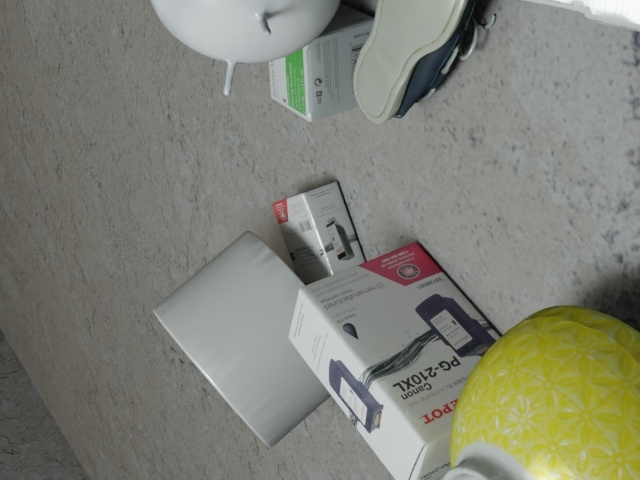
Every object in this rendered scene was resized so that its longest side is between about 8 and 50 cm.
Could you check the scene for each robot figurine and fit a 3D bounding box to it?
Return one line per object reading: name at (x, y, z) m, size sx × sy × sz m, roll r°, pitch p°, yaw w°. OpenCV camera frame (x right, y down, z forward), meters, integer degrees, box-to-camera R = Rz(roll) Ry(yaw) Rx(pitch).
robot figurine at (-0.077, -0.333, 1.087) m, size 0.300 × 0.200 × 0.353 m, roll 116°, pitch 154°, yaw -67°

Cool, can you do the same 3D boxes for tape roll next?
tape roll at (-0.083, 0.131, 1.407) m, size 0.246 × 0.169 × 0.246 m, roll 49°, pitch 171°, yaw 10°

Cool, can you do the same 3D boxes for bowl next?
bowl at (0.197, 0.216, 0.909) m, size 0.289 × 0.156 × 0.289 m, roll 39°, pitch 139°, yaw 44°

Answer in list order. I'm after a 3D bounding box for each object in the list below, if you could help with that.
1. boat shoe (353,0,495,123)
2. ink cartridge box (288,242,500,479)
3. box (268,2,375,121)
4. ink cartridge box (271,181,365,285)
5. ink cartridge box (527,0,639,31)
boat shoe at (0.108, -0.208, 1.047) m, size 0.095 × 0.079 × 0.254 m, roll 54°, pitch 151°, yaw 21°
ink cartridge box at (0.102, 0.136, 1.182) m, size 0.237 × 0.172 × 0.100 m, roll 50°, pitch 146°, yaw 31°
box at (0.004, -0.205, 1.202) m, size 0.087 × 0.102 × 0.101 m, roll 38°, pitch 140°, yaw 46°
ink cartridge box at (0.000, 0.000, 1.389) m, size 0.099 × 0.056 × 0.135 m, roll -13°, pitch 97°, yaw 62°
ink cartridge box at (0.218, -0.292, 0.749) m, size 0.239 × 0.060 × 0.275 m, roll 22°, pitch 129°, yaw 31°
